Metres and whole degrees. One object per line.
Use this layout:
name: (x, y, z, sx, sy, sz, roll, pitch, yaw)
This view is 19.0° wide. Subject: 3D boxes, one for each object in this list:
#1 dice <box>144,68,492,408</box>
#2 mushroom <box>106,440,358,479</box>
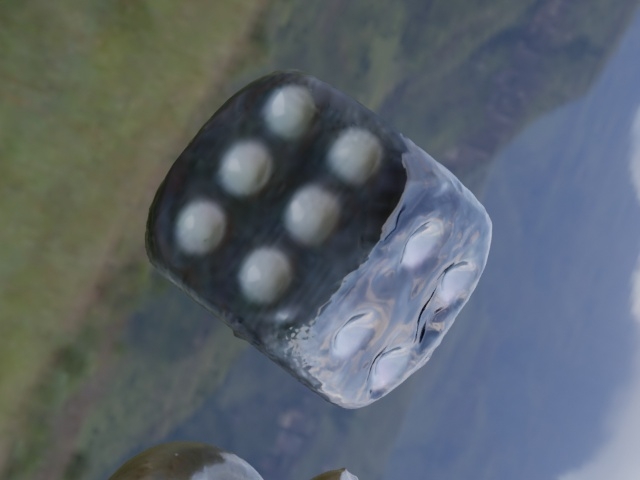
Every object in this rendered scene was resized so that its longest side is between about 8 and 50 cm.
dice: (0.000, 0.000, 1.365, 0.182, 0.181, 0.183, -54, 150, -3)
mushroom: (-0.064, 0.246, 1.362, 0.206, 0.209, 0.206, 6, 90, -81)
